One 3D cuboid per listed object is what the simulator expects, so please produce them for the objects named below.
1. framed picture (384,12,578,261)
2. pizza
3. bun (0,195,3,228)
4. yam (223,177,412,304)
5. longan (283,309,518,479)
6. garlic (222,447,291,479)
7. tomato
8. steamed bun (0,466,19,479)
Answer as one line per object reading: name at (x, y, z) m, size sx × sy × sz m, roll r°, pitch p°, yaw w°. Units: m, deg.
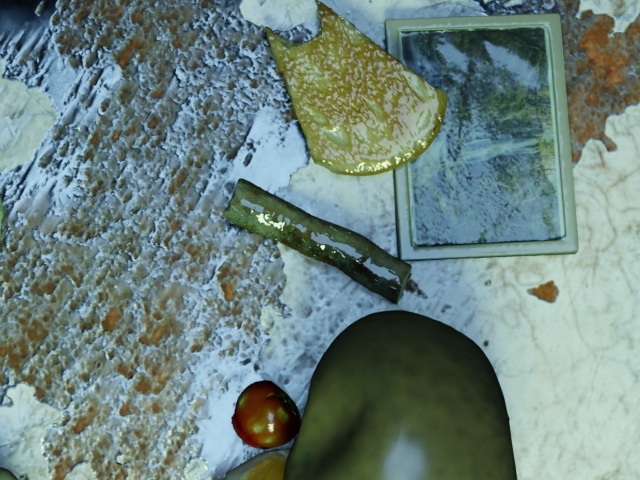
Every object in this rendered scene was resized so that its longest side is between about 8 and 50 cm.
framed picture at (0.208, -0.136, 1.646) m, size 0.240 × 0.020 × 0.324 m, roll -1°, pitch 82°, yaw -4°
pizza at (0.028, -0.192, 1.626) m, size 0.181 × 0.034 × 0.262 m, roll -45°, pitch 82°, yaw 2°
bun at (-0.495, -0.029, 1.540) m, size 0.221 × 0.108 × 0.221 m, roll 1°, pitch 82°, yaw -4°
yam at (0.000, 0.000, 1.594) m, size 0.252 × 0.061 × 0.061 m, roll 27°, pitch 81°, yaw -1°
longan at (0.098, 0.255, 1.459) m, size 0.288 × 0.288 × 0.350 m, roll 5°, pitch 79°, yaw -3°
garlic at (-0.059, 0.359, 1.531) m, size 0.128 × 0.090 × 0.198 m, roll -17°, pitch 79°, yaw -18°
tomato at (-0.067, 0.216, 1.548) m, size 0.075 × 0.087 × 0.087 m, roll -43°, pitch 87°, yaw 11°
steamed bun at (-0.512, 0.372, 1.413) m, size 0.367 × 0.255 × 0.342 m, roll 44°, pitch 53°, yaw -25°
